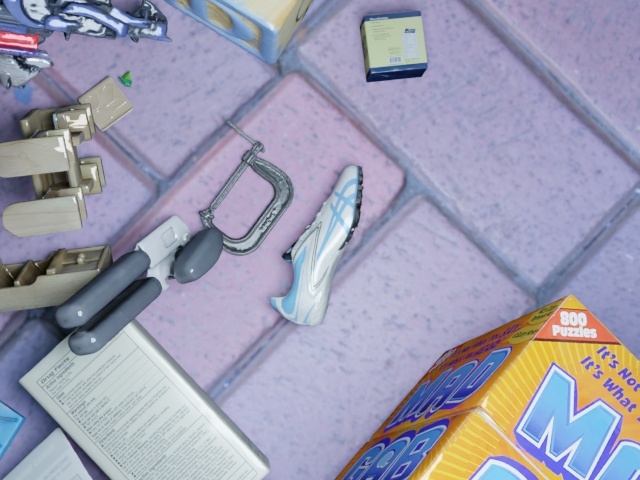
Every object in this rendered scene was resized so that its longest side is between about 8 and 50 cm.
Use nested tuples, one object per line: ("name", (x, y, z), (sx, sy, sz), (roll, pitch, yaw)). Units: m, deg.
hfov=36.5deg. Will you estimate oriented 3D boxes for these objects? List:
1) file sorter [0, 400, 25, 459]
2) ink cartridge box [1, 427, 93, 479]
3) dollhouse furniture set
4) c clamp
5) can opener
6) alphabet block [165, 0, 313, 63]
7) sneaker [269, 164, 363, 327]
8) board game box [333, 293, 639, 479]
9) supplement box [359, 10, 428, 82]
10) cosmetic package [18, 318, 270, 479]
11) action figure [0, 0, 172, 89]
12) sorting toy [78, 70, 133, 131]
("file sorter", (-0.495, 0.270, 1.254), (0.118, 0.104, 0.170), (29, 84, 19))
("ink cartridge box", (-0.314, 0.483, 1.256), (0.308, 0.091, 0.385), (-44, 72, 10))
("dollhouse furniture set", (-0.372, -0.042, 1.253), (0.161, 0.212, 0.242), (-7, 109, -2))
("c clamp", (-0.113, -0.066, 1.366), (0.137, 0.022, 0.161), (31, 83, -7))
("can opener", (-0.217, 0.046, 1.236), (0.095, 0.283, 0.076), (-13, 109, 27))
("alphabet block", (-0.092, -0.385, 1.307), (0.193, 0.192, 0.197), (31, 85, -3))
("sneaker", (0.000, 0.000, 1.338), (0.086, 0.085, 0.237), (21, 81, 5))
("board game box", (0.236, 0.344, 1.147), (0.356, 0.356, 0.356), (44, 66, 0))
("supplement box", (0.103, -0.275, 1.377), (0.083, 0.056, 0.083), (-6, 86, -4))
("cosmetic package", (-0.227, 0.241, 1.287), (0.160, 0.113, 0.309), (-42, 89, -6))
("action figure", (-0.372, -0.362, 1.327), (0.341, 0.178, 0.330), (13, 92, -25))
("sorting toy", (-0.290, -0.200, 1.366), (0.083, 0.012, 0.062), (-37, 84, -2))
